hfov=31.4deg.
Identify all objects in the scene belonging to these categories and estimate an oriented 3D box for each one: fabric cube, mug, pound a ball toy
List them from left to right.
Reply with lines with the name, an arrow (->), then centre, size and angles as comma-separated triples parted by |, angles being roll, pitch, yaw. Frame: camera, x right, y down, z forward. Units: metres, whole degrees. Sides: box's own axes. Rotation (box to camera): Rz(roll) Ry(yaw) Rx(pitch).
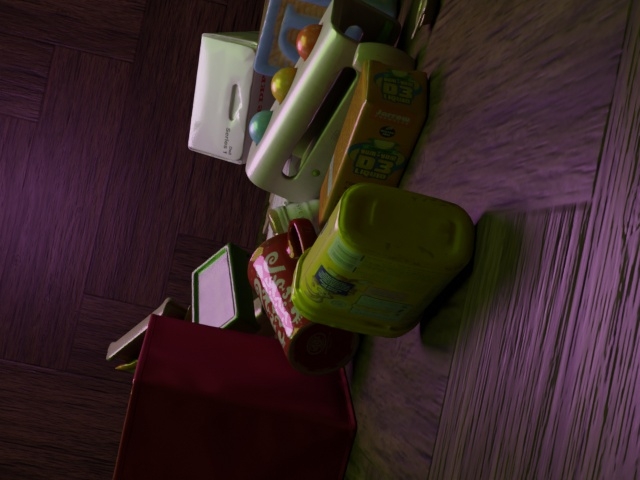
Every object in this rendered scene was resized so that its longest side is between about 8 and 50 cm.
fabric cube -> -0.119, 0.267, 1.406 | 0.254, 0.258, 0.259 | -108, 31, -75
mug -> -0.026, 0.069, 1.413 | 0.150, 0.113, 0.169 | 60, -177, -39
pound a ball toy -> 0.001, -0.190, 1.549 | 0.319, 0.135, 0.208 | -57, 15, 36

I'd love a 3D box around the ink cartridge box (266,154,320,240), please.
ink cartridge box -> -0.031, -0.064, 1.961 | 0.218, 0.092, 0.159 | 110, 170, -59

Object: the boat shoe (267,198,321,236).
boat shoe -> 0.000, 0.000, 1.634 | 0.277, 0.096, 0.098 | 48, -160, -79

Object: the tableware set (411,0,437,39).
tableware set -> 0.139, -0.331, 1.351 | 0.141, 0.020, 0.169 | 110, 169, -50

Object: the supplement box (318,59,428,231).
supplement box -> 0.059, -0.102, 1.359 | 0.233, 0.078, 0.080 | 109, 171, -47

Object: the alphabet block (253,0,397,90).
alphabet block -> 0.012, -0.369, 1.753 | 0.193, 0.192, 0.197 | 114, 168, -51

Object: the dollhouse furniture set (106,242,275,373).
dollhouse furniture set -> -0.156, 0.174, 1.687 | 0.301, 0.197, 0.151 | -38, 40, 26

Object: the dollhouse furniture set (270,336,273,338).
dollhouse furniture set -> -0.177, 0.262, 2.437 | 0.144, 0.123, 0.151 | -102, 25, -73

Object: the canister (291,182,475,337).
canister -> 0.053, 0.020, 1.004 | 0.170, 0.126, 0.073 | 121, 160, -64

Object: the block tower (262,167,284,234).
block tower -> -0.035, -0.168, 2.187 | 0.097, 0.091, 0.336 | 119, 162, -65

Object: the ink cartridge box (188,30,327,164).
ink cartridge box -> -0.095, -0.253, 1.961 | 0.278, 0.117, 0.201 | -19, -58, -59
